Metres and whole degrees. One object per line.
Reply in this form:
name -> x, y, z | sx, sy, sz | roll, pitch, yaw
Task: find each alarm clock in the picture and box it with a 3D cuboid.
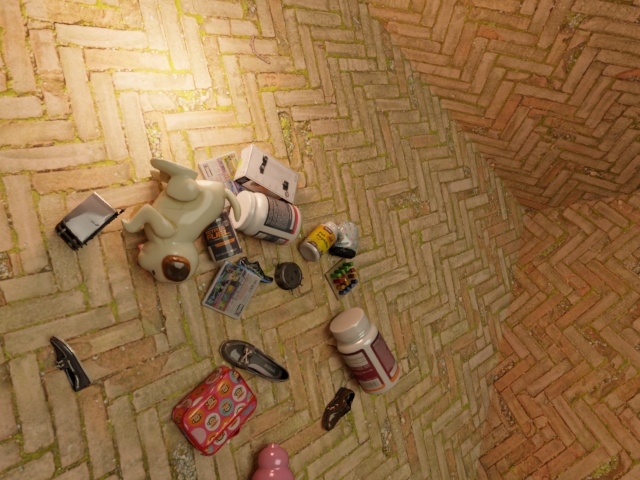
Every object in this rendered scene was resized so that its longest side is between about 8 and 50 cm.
alarm clock -> -0.157, 0.151, 2.058 | 0.192, 0.064, 0.129 | 46, 56, -21

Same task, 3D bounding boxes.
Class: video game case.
video game case -> -0.369, 0.208, 1.851 | 0.183, 0.023, 0.201 | 32, 82, -32
video game case -> -0.408, -0.264, 1.937 | 0.193, 0.023, 0.212 | -31, 102, -39

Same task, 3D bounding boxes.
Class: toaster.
toaster -> -0.779, -0.067, 1.489 | 0.110, 0.168, 0.186 | 50, 55, -22

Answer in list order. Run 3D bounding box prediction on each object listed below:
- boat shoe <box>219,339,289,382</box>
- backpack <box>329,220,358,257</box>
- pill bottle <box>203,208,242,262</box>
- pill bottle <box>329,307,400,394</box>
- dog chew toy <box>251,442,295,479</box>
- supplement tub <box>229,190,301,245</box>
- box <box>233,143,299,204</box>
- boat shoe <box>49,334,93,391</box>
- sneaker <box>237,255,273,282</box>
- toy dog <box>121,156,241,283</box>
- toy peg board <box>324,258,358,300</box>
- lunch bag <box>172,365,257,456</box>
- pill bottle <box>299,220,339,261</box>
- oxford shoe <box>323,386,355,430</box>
boat shoe -> -0.266, 0.510, 1.878 | 0.335, 0.095, 0.112 | 38, 60, -30
backpack -> 0.129, -0.007, 2.292 | 0.152, 0.115, 0.182 | 18, 69, -35
pill bottle -> -0.418, -0.043, 1.820 | 0.130, 0.130, 0.246 | -24, 98, -40
pill bottle -> 0.217, 0.543, 2.202 | 0.224, 0.224, 0.392 | -42, 110, -37
dog chew toy -> -0.192, 1.004, 1.802 | 0.206, 0.206, 0.332 | 13, 66, -38
supplement tub -> -0.237, -0.096, 1.942 | 0.272, 0.191, 0.191 | 18, 71, -38
box -> -0.239, -0.288, 2.021 | 0.290, 0.087, 0.169 | 28, 61, -39
boat shoe -> -0.819, 0.400, 1.439 | 0.065, 0.075, 0.206 | -41, 114, -40
sneaker -> -0.277, 0.132, 1.952 | 0.188, 0.067, 0.078 | 36, 67, -27
toy dog -> -0.526, -0.043, 1.645 | 0.395, 0.284, 0.408 | 19, 82, -28
toy peg board -> 0.127, 0.197, 2.279 | 0.161, 0.079, 0.161 | -38, 107, -38
lunch bag -> -0.397, 0.671, 1.733 | 0.293, 0.120, 0.258 | -42, 113, -35
pill bottle -> 0.000, 0.000, 2.178 | 0.215, 0.117, 0.117 | -47, 113, -35
oxford shoe -> 0.092, 0.810, 2.135 | 0.083, 0.096, 0.227 | 51, 56, -25
